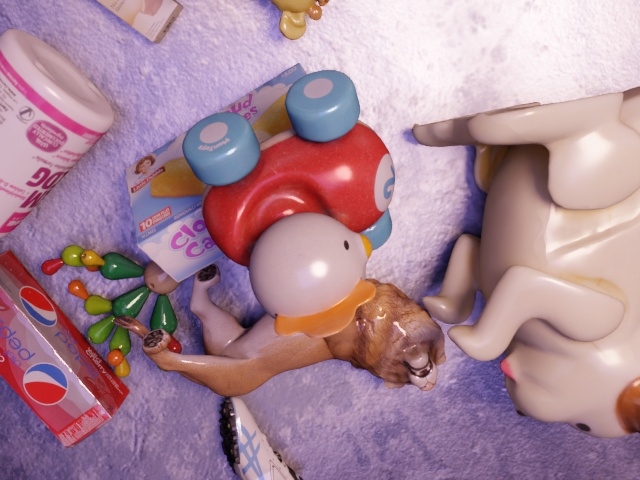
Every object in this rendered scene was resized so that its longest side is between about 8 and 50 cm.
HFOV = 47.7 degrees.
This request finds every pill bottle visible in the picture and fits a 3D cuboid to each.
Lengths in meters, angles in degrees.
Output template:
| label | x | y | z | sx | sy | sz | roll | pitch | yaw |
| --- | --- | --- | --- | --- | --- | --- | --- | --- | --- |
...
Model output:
| label | x | y | z | sx | sy | sz | roll | pitch | yaw |
| --- | --- | --- | --- | --- | --- | --- | --- | --- | --- |
| pill bottle | -0.405 | -0.103 | 0.887 | 0.283 | 0.160 | 0.160 | -43 | 98 | 9 |

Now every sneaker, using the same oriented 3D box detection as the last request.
| label | x | y | z | sx | sy | sz | roll | pitch | yaw |
| --- | --- | --- | --- | --- | --- | --- | --- | --- | --- |
| sneaker | -0.078 | 0.323 | 1.024 | 0.086 | 0.085 | 0.237 | -24 | 98 | -21 |

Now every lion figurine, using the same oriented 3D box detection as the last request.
| label | x | y | z | sx | sy | sz | roll | pitch | yaw |
| --- | --- | --- | --- | --- | --- | --- | --- | --- | --- |
| lion figurine | -0.040 | 0.128 | 0.939 | 0.392 | 0.142 | 0.240 | -10 | 137 | 10 |

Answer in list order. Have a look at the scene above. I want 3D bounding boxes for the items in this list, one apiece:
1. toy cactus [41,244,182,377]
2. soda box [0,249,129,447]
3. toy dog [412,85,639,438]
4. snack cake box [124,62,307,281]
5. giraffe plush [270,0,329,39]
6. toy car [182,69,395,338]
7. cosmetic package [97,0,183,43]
| label | x | y | z | sx | sy | sz | roll | pitch | yaw |
| --- | --- | --- | --- | --- | --- | --- | --- | --- | --- |
| toy cactus | -0.245 | 0.071 | 0.962 | 0.180 | 0.112 | 0.219 | -40 | 90 | -1 |
| soda box | -0.380 | 0.146 | 0.975 | 0.083 | 0.092 | 0.263 | -36 | 99 | 7 |
| toy dog | 0.308 | 0.033 | 0.870 | 0.395 | 0.284 | 0.408 | -11 | 99 | -16 |
| snack cake box | -0.100 | -0.084 | 0.883 | 0.264 | 0.152 | 0.089 | -30 | 137 | 6 |
| giraffe plush | -0.057 | -0.340 | 0.840 | 0.170 | 0.210 | 0.181 | 24 | 135 | -28 |
| toy car | 0.000 | 0.000 | 0.722 | 0.210 | 0.238 | 0.219 | -23 | 138 | -1 |
| cosmetic package | -0.236 | -0.304 | 0.902 | 0.115 | 0.041 | 0.060 | 35 | 101 | -7 |
